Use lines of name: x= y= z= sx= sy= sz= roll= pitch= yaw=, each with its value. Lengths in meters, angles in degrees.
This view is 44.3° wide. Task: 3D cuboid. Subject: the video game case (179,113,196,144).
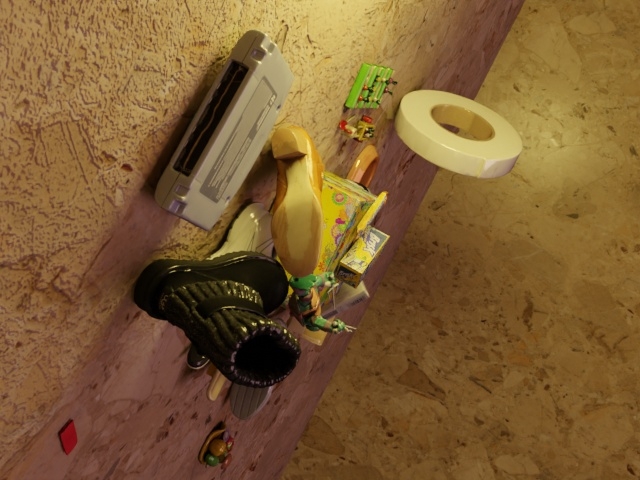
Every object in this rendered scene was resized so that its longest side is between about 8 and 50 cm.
video game case: x=-0.187 y=-0.133 z=1.247 sx=0.119 sy=0.015 sz=0.166 roll=-63 pitch=167 yaw=8

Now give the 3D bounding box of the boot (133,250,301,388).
boot: x=-0.112 y=0.129 z=1.324 sx=0.347 sy=0.260 sz=0.131 roll=-5 pitch=115 yaw=-51

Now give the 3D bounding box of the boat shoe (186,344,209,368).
boat shoe: x=-0.247 y=0.221 z=1.686 sx=0.133 sy=0.048 sz=0.042 roll=-58 pitch=173 yaw=-50

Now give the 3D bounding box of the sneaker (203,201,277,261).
sneaker: x=-0.158 y=0.065 z=1.526 sx=0.297 sy=0.129 sz=0.111 roll=-57 pitch=168 yaw=-15

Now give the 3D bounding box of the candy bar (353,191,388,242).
candy bar: x=0.112 y=-0.056 z=1.784 sx=0.161 sy=0.018 sz=0.040 roll=-52 pitch=164 yaw=-39

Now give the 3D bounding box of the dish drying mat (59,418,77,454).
dish drying mat: x=-0.422 y=0.330 z=1.319 sx=0.032 sy=0.008 sz=0.083 roll=-53 pitch=164 yaw=-37

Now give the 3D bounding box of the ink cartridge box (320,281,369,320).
ink cartridge box: x=0.029 y=0.108 z=2.030 sx=0.145 sy=0.179 sz=0.045 roll=-29 pitch=136 yaw=6

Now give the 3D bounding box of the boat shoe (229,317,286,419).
boat shoe: x=-0.160 y=0.356 z=2.192 sx=0.303 sy=0.109 sz=0.094 roll=-66 pitch=169 yaw=7

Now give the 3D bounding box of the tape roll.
tape roll: x=0.411 y=-0.323 z=2.347 sx=0.392 sy=0.391 sz=0.072 roll=-45 pitch=159 yaw=-53

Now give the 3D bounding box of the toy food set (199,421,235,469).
toy food set: x=-0.288 y=0.614 z=2.305 sx=0.128 sy=0.071 sz=0.218 roll=-56 pitch=167 yaw=-22

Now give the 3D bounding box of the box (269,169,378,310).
box: x=-0.014 y=-0.004 z=1.831 sx=0.290 sy=0.177 sz=0.279 roll=-64 pitch=167 yaw=9

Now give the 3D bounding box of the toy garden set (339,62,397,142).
toy garden set: x=0.119 y=-0.331 z=1.952 sx=0.204 sy=0.049 sz=0.244 roll=-66 pitch=167 yaw=17

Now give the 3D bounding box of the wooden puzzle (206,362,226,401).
wooden puzzle: x=-0.204 y=0.222 z=1.799 sx=0.221 sy=0.044 sz=0.239 roll=-74 pitch=-175 yaw=-79

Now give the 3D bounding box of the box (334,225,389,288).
box: x=0.098 y=0.036 z=1.821 sx=0.169 sy=0.059 sz=0.054 roll=-49 pitch=164 yaw=-49

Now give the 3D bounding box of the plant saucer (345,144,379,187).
plant saucer: x=0.119 y=-0.183 z=2.296 sx=0.200 sy=0.037 sz=0.200 roll=-56 pitch=167 yaw=-21

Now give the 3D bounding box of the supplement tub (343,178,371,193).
supplement tub: x=0.078 y=-0.103 z=2.120 sx=0.117 sy=0.117 sz=0.190 roll=-63 pitch=167 yaw=8

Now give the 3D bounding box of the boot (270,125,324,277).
boot: x=-0.029 y=-0.079 z=1.550 sx=0.211 sy=0.104 sz=0.295 roll=-5 pitch=88 yaw=-77

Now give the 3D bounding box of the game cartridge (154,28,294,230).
game cartridge: x=-0.141 y=-0.160 z=1.218 sx=0.294 sy=0.060 sz=0.196 roll=-61 pitch=164 yaw=-4

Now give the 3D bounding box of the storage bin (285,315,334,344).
storage bin: x=0.020 y=0.133 z=2.291 sx=0.262 sy=0.123 sz=0.260 roll=-65 pitch=177 yaw=17

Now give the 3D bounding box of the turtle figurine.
turtle figurine: x=-0.010 y=0.124 z=1.596 sx=0.118 sy=0.175 sz=0.234 roll=-20 pitch=137 yaw=-1
